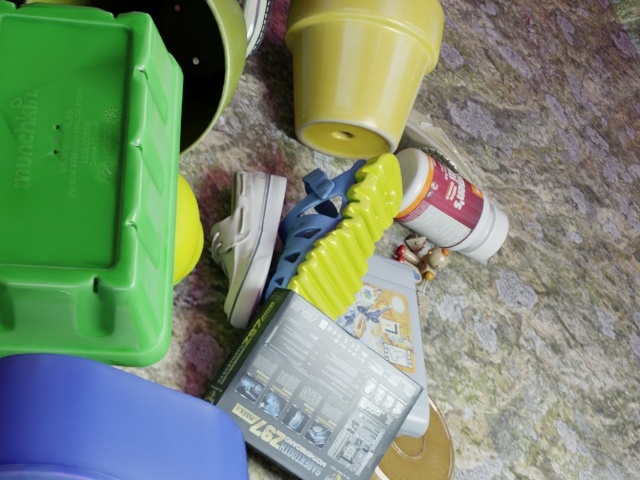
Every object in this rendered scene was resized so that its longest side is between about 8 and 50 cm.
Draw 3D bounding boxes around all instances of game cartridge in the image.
[{"bbox_3d":[0.049,0.124,1.462,0.198,0.062,0.297,22,43,-25],"label":"game cartridge"}]

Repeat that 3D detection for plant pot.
[{"bbox_3d":[-0.207,-0.266,1.386,0.275,0.275,0.293,49,23,-6],"label":"plant pot"},{"bbox_3d":[0.057,-0.267,1.664,0.254,0.254,0.239,22,70,-36],"label":"plant pot"},{"bbox_3d":[0.111,0.275,1.463,0.236,0.032,0.236,29,43,-31],"label":"plant pot"}]

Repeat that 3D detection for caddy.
[{"bbox_3d":[-0.214,0.253,0.949,0.341,0.241,0.179,26,38,-31],"label":"caddy"}]

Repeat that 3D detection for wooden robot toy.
[{"bbox_3d":[0.170,0.037,1.679,0.076,0.079,0.173,37,39,-22],"label":"wooden robot toy"}]

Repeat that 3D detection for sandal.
[{"bbox_3d":[0.000,0.000,1.434,0.317,0.138,0.126,-56,141,-41],"label":"sandal"}]

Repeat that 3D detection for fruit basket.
[{"bbox_3d":[-0.261,-0.040,1.136,0.283,0.392,0.392,4,53,-10],"label":"fruit basket"}]

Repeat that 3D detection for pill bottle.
[{"bbox_3d":[0.207,-0.056,1.760,0.221,0.121,0.121,29,43,-30],"label":"pill bottle"}]

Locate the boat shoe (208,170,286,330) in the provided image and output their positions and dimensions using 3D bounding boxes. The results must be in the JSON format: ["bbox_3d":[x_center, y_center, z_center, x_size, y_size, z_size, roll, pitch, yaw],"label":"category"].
[{"bbox_3d":[-0.106,0.003,1.397,0.088,0.096,0.267,14,51,-4],"label":"boat shoe"}]

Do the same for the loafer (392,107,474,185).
[{"bbox_3d":[0.177,-0.172,1.838,0.268,0.102,0.092,44,43,-12],"label":"loafer"}]

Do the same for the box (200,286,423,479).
[{"bbox_3d":[-0.010,0.196,1.291,0.233,0.059,0.183,37,76,-20],"label":"box"}]

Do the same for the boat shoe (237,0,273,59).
[{"bbox_3d":[-0.104,-0.466,1.687,0.156,0.187,0.500,31,45,-34],"label":"boat shoe"}]
